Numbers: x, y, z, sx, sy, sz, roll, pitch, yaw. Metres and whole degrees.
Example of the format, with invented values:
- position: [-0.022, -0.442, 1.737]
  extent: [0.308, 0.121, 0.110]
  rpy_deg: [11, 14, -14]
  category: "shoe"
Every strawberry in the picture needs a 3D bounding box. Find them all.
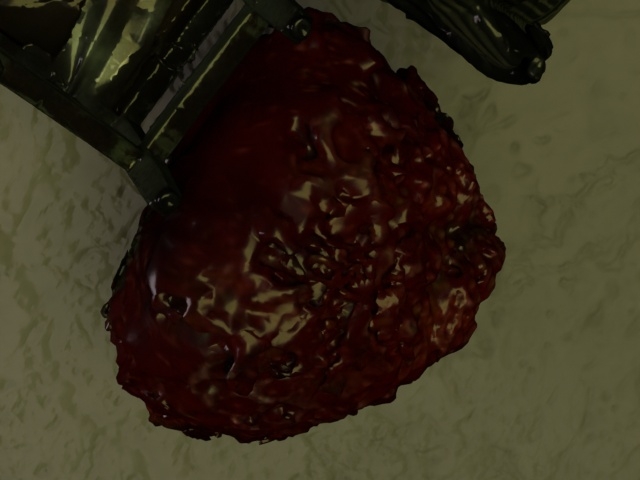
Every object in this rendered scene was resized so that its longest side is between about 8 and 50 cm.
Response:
- position: [0.000, 0.000, 1.007]
  extent: [0.220, 0.274, 0.274]
  rpy_deg: [18, 103, -3]
  category: "strawberry"

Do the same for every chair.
- position: [-0.131, -0.145, 0.950]
  extent: [0.147, 0.270, 0.136]
  rpy_deg: [34, 96, -31]
  category: "chair"

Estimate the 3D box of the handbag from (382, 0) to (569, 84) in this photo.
- position: [0.058, -0.259, 0.955]
  extent: [0.340, 0.240, 0.247]
  rpy_deg: [36, 102, -20]
  category: "handbag"
